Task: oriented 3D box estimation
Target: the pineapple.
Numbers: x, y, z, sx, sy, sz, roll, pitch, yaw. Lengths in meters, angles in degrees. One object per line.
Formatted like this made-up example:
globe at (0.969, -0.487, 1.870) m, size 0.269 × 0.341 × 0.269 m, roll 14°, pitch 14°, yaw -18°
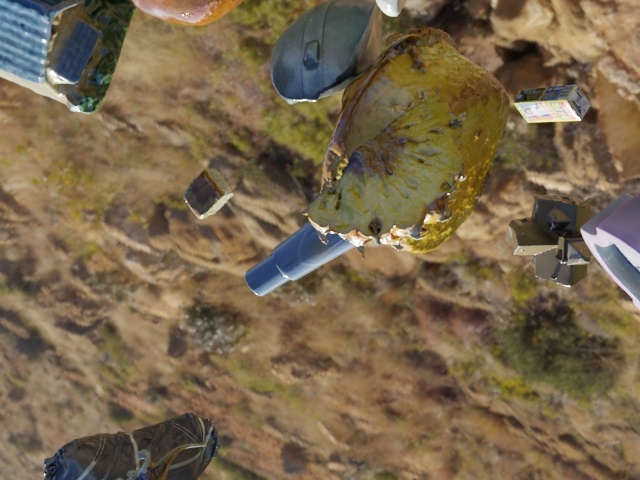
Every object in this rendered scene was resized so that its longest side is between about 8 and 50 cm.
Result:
pineapple at (0.114, -0.047, 1.105) m, size 0.140 × 0.250 × 0.164 m, roll 37°, pitch 156°, yaw 30°

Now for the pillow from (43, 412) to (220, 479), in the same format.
pillow at (-0.310, 0.376, 1.404) m, size 0.092 × 0.335 × 0.161 m, roll 33°, pitch 112°, yaw 40°

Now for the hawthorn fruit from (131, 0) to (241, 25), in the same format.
hawthorn fruit at (-0.159, -0.394, 1.147) m, size 0.199 × 0.251 × 0.199 m, roll 7°, pitch 111°, yaw 19°

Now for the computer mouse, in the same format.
computer mouse at (0.014, -0.368, 1.556) m, size 0.203 × 0.374 × 0.114 m, roll -11°, pitch 118°, yaw 18°

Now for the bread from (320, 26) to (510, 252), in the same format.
bread at (0.164, -0.156, 1.390) m, size 0.204 × 0.337 × 0.358 m, roll 28°, pitch 125°, yaw 26°

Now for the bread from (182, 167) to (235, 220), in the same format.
bread at (-0.222, -0.092, 1.662) m, size 0.070 × 0.076 × 0.083 m, roll 46°, pitch 112°, yaw 6°

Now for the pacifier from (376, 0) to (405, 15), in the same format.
pacifier at (0.088, -0.456, 1.337) m, size 0.227 × 0.279 × 0.207 m, roll -15°, pitch 114°, yaw 26°

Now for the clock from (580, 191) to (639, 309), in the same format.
clock at (0.556, 0.070, 1.297) m, size 0.338 × 0.102 × 0.338 m, roll 50°, pitch -178°, yaw -2°

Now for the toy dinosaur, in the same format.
toy dinosaur at (-0.208, 0.271, 0.967) m, size 0.058 × 0.180 × 0.037 m, roll 34°, pitch 140°, yaw 16°

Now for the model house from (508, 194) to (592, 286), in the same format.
model house at (0.506, 0.008, 1.792) m, size 0.248 × 0.176 × 0.181 m, roll -97°, pitch 6°, yaw -77°

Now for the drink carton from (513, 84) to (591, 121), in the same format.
drink carton at (0.529, -0.313, 1.941) m, size 0.071 × 0.056 × 0.165 m, roll 48°, pitch 161°, yaw -28°

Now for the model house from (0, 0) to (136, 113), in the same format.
model house at (-0.519, -0.484, 1.528) m, size 0.334 × 0.382 × 0.342 m, roll 23°, pitch 172°, yaw 1°

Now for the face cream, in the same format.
face cream at (0.000, 0.000, 1.829) m, size 0.135 × 0.385 × 0.086 m, roll 49°, pitch -157°, yaw -18°
